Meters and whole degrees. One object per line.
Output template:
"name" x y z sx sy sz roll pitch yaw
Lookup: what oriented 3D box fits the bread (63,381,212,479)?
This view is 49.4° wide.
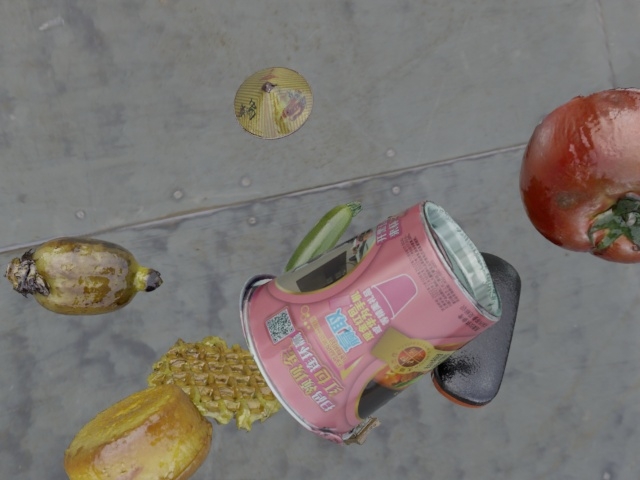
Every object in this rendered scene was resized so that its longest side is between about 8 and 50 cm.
"bread" -0.299 0.344 1.154 0.268 0.268 0.146 -29 100 -16

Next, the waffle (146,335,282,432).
"waffle" -0.219 0.309 1.554 0.302 0.325 0.068 22 107 16

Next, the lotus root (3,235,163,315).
"lotus root" -0.495 0.077 1.477 0.313 0.141 0.170 6 113 -16

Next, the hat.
"hat" -0.114 -0.333 1.593 0.192 0.082 0.193 -2 72 6

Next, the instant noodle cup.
"instant noodle cup" 0.069 0.083 0.844 0.255 0.244 0.244 -34 101 22

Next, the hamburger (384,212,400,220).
"hamburger" 0.127 0.055 1.038 0.118 0.191 0.182 30 92 19

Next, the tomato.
"tomato" 0.320 -0.051 0.727 0.225 0.225 0.085 33 48 -14

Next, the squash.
"squash" 0.000 0.000 1.556 0.066 0.066 0.252 40 80 -13

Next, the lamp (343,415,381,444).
"lamp" 0.011 0.358 1.736 0.089 0.090 0.325 -40 95 -31

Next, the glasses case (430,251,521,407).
"glasses case" 0.241 0.130 1.063 0.103 0.067 0.267 26 53 0
